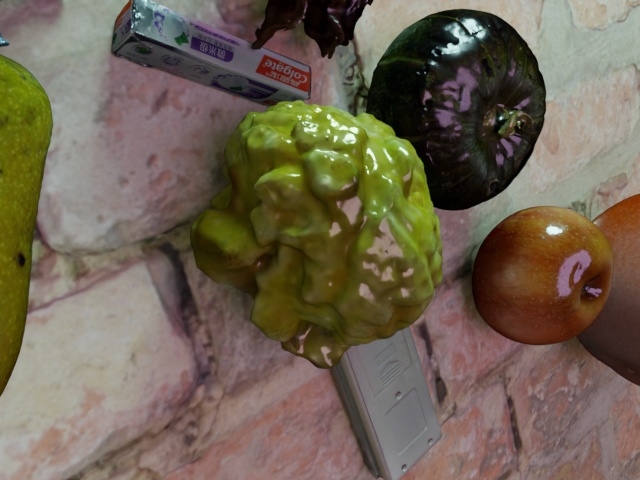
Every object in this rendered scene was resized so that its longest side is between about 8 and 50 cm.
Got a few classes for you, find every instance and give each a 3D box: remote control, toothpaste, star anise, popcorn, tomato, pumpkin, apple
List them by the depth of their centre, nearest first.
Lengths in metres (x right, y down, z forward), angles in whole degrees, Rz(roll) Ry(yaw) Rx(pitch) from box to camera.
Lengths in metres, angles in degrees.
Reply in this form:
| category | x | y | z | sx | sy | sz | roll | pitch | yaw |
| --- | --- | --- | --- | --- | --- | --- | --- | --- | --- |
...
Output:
| category | x | y | z | sx | sy | sz | roll | pitch | yaw |
| --- | --- | --- | --- | --- | --- | --- | --- | --- | --- |
| popcorn | 0.000 | 0.000 | 0.600 | 0.237 | 0.206 | 0.251 | 19 | 105 | -5 |
| toothpaste | -0.098 | -0.174 | 0.604 | 0.196 | 0.047 | 0.040 | 11 | 75 | -38 |
| star anise | 0.022 | -0.308 | 0.609 | 0.347 | 0.148 | 0.237 | -21 | 104 | -24 |
| pumpkin | 0.164 | -0.153 | 0.733 | 0.238 | 0.159 | 0.237 | -10 | 106 | -41 |
| remote control | 0.072 | 0.167 | 0.778 | 0.103 | 0.056 | 0.277 | -33 | 116 | -29 |
| apple | 0.318 | 0.050 | 0.881 | 0.201 | 0.162 | 0.201 | -6 | 99 | -38 |
| tomato | 0.553 | 0.096 | 0.970 | 0.273 | 0.341 | 0.341 | -44 | 121 | -10 |

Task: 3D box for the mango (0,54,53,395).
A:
| category | x | y | z | sx | sy | sz | roll | pitch | yaw |
| --- | --- | --- | --- | --- | --- | --- | --- | --- | --- |
| mango | -0.286 | 0.018 | 0.415 | 0.176 | 0.176 | 0.329 | 33 | 74 | -81 |

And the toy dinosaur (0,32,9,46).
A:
| category | x | y | z | sx | sy | sz | roll | pitch | yaw |
| --- | --- | --- | --- | --- | --- | --- | --- | --- | --- |
| toy dinosaur | -0.279 | -0.177 | 0.463 | 0.197 | 0.045 | 0.080 | -18 | 96 | -42 |
